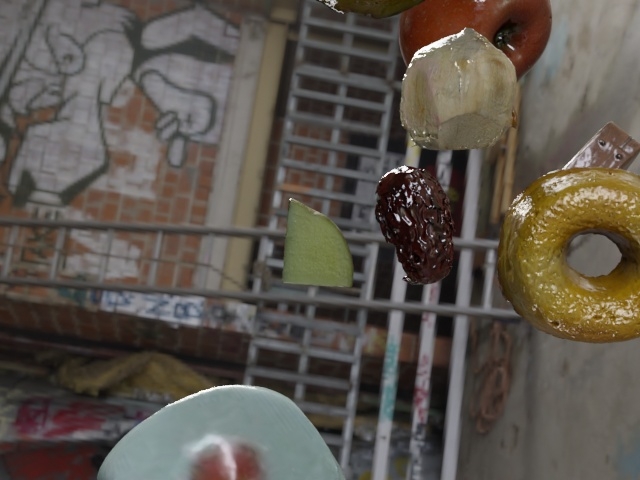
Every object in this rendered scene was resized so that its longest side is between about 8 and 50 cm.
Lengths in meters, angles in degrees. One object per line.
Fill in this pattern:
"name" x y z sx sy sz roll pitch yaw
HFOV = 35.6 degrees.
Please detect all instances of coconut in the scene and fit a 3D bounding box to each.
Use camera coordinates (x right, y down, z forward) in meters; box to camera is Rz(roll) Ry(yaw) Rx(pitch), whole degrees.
"coconut" 0.219 -0.239 1.570 0.194 0.194 0.194 -170 90 -85

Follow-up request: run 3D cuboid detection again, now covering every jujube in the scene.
"jujube" 0.138 -0.024 1.366 0.104 0.104 0.166 158 92 -84

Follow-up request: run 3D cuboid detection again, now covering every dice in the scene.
"dice" -0.116 0.367 1.276 0.268 0.264 0.262 50 152 35

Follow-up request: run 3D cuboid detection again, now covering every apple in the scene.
"apple" 0.341 -0.469 2.182 0.277 0.348 0.348 39 125 50

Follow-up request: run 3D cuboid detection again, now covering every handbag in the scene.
"handbag" 0.420 -0.087 1.603 0.193 0.072 0.151 -45 -14 -15

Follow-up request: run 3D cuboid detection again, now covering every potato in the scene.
"potato" 0.000 0.000 1.662 0.081 0.120 0.149 -83 -2 -73

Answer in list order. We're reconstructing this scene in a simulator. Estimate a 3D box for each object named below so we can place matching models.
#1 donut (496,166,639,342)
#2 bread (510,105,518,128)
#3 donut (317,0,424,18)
"donut" 0.392 0.026 1.412 0.108 0.277 0.277 -43 -36 -82
"bread" 0.259 -0.215 1.735 0.187 0.103 0.065 -152 47 -65
"donut" 0.075 -0.450 1.402 0.107 0.272 0.272 150 130 -71
